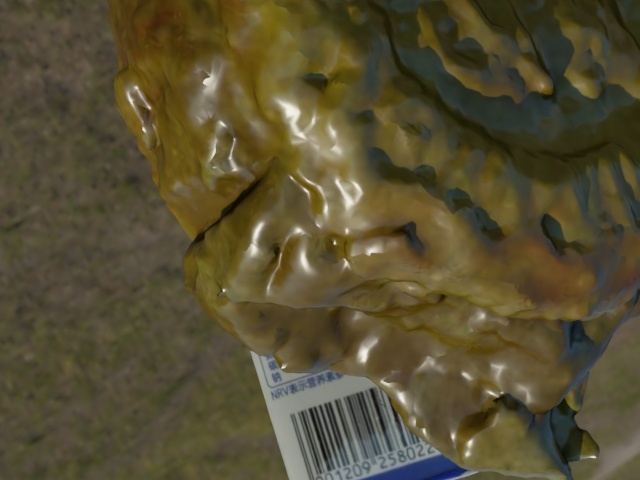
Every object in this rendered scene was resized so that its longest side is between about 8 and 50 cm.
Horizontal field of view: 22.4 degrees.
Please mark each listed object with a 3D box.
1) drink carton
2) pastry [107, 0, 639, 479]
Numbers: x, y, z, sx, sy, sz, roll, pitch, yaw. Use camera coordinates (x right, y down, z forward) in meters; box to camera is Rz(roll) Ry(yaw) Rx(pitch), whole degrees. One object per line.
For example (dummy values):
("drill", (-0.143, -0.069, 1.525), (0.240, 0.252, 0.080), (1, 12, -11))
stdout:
("drink carton", (0.000, 0.000, 0.957), (0.106, 0.315, 0.130), (-19, 170, 8))
("pastry", (0.038, -0.065, 0.576), (0.132, 0.240, 0.235), (-46, -158, 49))
